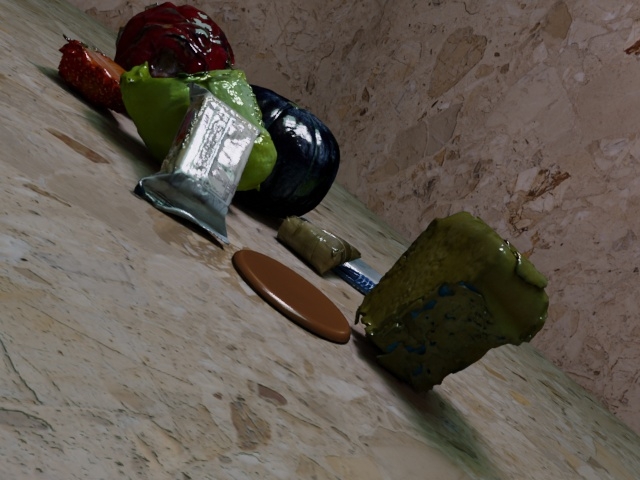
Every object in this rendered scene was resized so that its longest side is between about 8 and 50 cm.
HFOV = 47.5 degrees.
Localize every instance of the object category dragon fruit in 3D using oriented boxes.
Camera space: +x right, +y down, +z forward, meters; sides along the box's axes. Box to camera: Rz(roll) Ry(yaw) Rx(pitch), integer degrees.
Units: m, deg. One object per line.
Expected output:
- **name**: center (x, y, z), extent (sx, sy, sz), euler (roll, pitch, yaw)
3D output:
- **dragon fruit**: center (-0.367, -0.436, 1.830), extent (0.329, 0.329, 0.329), euler (35, 9, -6)

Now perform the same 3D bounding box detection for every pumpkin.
- **pumpkin**: center (-0.128, -0.217, 1.768), extent (0.363, 0.266, 0.363), euler (33, 13, -9)

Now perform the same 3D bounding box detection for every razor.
- **razor**: center (0.041, 0.057, 1.705), extent (0.253, 0.042, 0.082), euler (36, 51, -5)

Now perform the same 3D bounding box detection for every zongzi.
- **zongzi**: center (0.000, 0.000, 1.656), extent (0.160, 0.078, 0.176), euler (41, 24, 16)

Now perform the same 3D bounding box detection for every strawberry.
- **strawberry**: center (-0.482, -0.347, 1.626), extent (0.228, 0.098, 0.174), euler (40, 10, 0)

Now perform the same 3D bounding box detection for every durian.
- **durian**: center (-0.243, -0.237, 1.506), extent (0.204, 0.255, 0.340), euler (-160, -135, -82)

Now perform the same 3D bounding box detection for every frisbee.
- **frisbee**: center (-0.046, 0.093, 1.266), extent (0.250, 0.021, 0.251), euler (35, 10, -7)

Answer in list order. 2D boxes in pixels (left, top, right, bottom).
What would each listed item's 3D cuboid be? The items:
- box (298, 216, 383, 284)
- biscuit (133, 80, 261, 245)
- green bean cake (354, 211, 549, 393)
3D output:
- **box**: center (0.041, 0.037, 1.814), extent (0.285, 0.044, 0.142), euler (37, 13, 7)
- **biscuit**: center (-0.209, -0.150, 1.322), extent (0.186, 0.079, 0.309), euler (34, 48, -24)
- **green bean cake**: center (0.230, 0.129, 1.246), extent (0.202, 0.310, 0.285), euler (42, 11, -16)
